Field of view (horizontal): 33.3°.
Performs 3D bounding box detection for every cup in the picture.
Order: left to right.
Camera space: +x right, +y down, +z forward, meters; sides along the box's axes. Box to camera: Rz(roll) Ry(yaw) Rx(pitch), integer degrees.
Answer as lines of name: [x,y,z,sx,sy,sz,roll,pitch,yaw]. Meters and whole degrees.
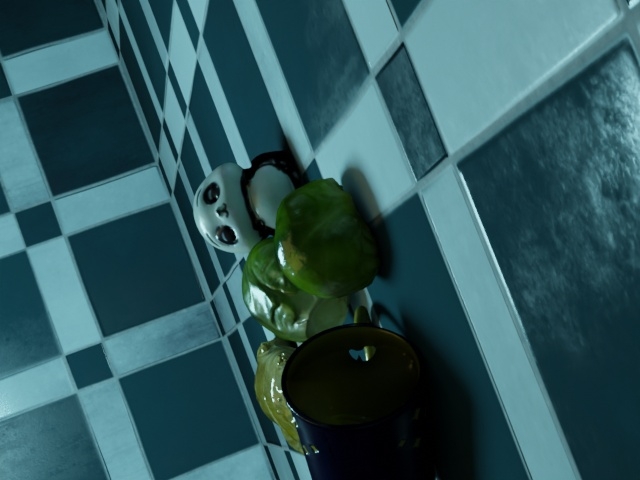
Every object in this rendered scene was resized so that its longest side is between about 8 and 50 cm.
cup: [0.080,0.232,1.424,0.178,0.255,0.256,15,138,28]

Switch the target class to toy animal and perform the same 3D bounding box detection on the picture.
toy animal: [-0.107,-0.045,1.666,0.138,0.179,0.166,39,-143,-86]

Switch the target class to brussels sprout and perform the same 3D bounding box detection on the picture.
brussels sprout: [-0.036,0.077,1.599,0.181,0.143,0.162,46,129,35]
brussels sprout: [-0.003,0.004,1.385,0.149,0.122,0.152,97,149,-59]

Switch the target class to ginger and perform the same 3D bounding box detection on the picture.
ginger: [-0.039,0.291,2.085,0.236,0.166,0.375,46,-173,1]

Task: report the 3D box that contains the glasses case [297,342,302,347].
glasses case: [-0.017,0.165,1.868,0.083,0.050,0.196,-172,63,-74]
